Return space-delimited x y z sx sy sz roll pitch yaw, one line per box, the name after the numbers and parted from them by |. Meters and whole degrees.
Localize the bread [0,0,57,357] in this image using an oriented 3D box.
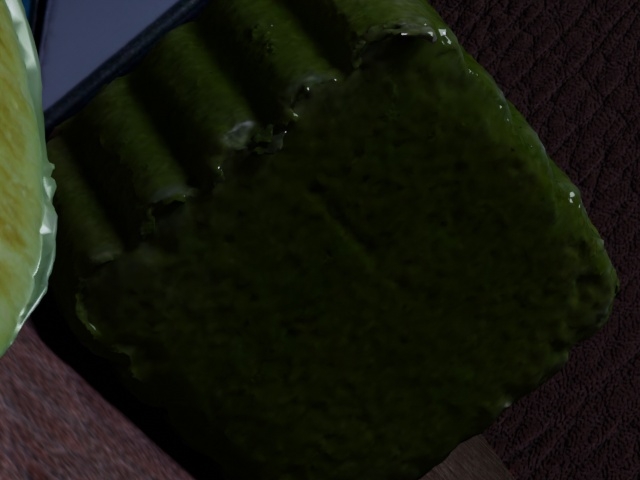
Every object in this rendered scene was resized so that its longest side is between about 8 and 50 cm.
-0.180 -0.074 0.594 0.301 0.045 0.301 49 28 -37 | bread

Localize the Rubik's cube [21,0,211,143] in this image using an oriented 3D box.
-0.133 -0.185 1.291 0.248 0.246 0.250 50 4 18 | Rubik's cube

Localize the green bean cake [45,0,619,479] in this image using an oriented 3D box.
0.000 0.000 1.013 0.250 0.247 0.156 47 4 -36 | green bean cake
